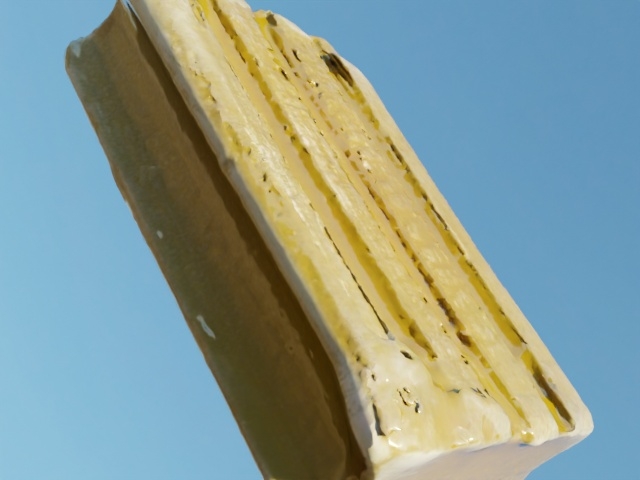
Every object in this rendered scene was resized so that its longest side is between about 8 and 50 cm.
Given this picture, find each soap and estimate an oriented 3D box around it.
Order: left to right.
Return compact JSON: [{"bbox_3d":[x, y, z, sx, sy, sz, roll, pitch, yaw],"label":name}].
[{"bbox_3d":[0.000,0.000,0.478,0.089,0.173,0.274,-45,-122,24],"label":"soap"}]
